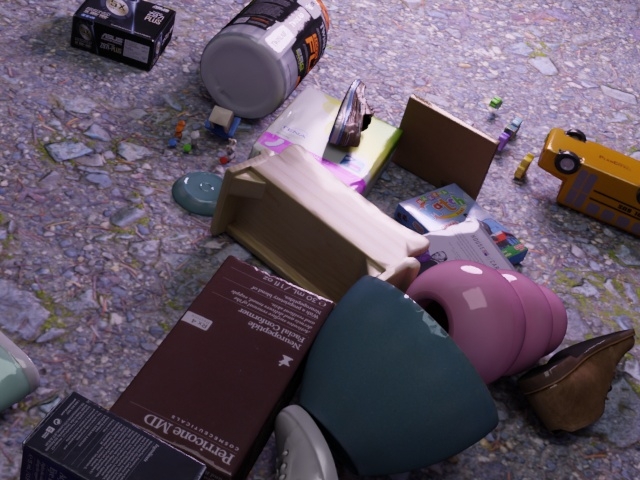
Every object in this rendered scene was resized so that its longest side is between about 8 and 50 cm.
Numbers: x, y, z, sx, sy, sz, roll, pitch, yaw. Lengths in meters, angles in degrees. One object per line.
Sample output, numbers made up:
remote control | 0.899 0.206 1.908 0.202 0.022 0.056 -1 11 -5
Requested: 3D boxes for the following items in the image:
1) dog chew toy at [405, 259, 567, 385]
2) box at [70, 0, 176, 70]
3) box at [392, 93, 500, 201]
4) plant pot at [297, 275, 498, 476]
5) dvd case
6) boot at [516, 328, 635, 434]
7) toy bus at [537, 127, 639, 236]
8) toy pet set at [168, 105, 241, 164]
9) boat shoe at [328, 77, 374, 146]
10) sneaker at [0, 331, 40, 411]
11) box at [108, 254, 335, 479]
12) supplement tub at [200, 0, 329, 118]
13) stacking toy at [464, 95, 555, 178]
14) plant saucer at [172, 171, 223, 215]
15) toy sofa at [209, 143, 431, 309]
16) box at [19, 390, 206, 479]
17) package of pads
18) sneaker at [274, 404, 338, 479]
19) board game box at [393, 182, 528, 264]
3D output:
dog chew toy | 0.283 0.135 1.694 0.332 0.206 0.206 2 40 -42
box | -0.416 -0.449 2.186 0.180 0.077 0.147 18 39 0
box | 0.243 -0.179 2.056 0.201 0.164 0.021 32 44 16
plant pot | 0.083 0.222 1.485 0.195 0.290 0.290 -39 62 -15
dvd case | 0.221 0.058 1.844 0.239 0.029 0.179 -16 52 -20
boot | 0.447 0.233 1.742 0.305 0.112 0.115 -22 84 -43
toy bus | 0.609 -0.111 2.143 0.333 0.130 0.108 23 41 6
toy pet set | -0.214 -0.203 2.014 0.122 0.065 0.114 21 75 8
boat shoe | 0.066 -0.239 1.989 0.066 0.066 0.183 24 50 -4
sneaker | -0.531 0.158 1.437 0.256 0.094 0.151 34 45 20
box | -0.143 0.204 1.497 0.191 0.143 0.381 24 42 7
supplement tub | -0.104 -0.405 2.163 0.194 0.193 0.316 24 41 7
stacking toy | 0.414 -0.231 2.275 0.167 0.052 0.221 33 40 14
plant saucer | -0.212 -0.092 1.898 0.119 0.021 0.119 10 40 -9
toy sofa | 0.000 0.000 1.772 0.362 0.150 0.177 38 41 22
box | -0.266 0.315 1.310 0.207 0.153 0.108 26 41 11
package of pads | 0.002 -0.164 2.000 0.229 0.101 0.296 27 40 8
sneaker | -0.038 0.353 1.371 0.123 0.106 0.290 -5 55 -19
board game box | 0.268 -0.016 1.978 0.160 0.039 0.211 -21 52 -36
